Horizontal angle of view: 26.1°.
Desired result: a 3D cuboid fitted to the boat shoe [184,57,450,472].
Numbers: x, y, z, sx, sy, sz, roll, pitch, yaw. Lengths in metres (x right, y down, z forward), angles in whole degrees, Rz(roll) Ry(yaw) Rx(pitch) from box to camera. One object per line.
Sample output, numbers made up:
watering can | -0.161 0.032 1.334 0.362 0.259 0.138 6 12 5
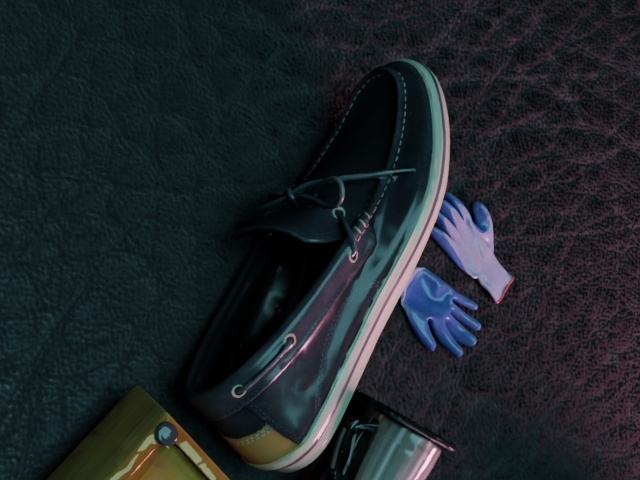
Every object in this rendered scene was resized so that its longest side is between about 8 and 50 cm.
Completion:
boat shoe | 0.000 0.000 1.504 0.156 0.187 0.500 35 68 -30

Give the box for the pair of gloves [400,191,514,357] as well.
pair of gloves | 0.163 0.038 1.698 0.159 0.023 0.198 50 59 -16

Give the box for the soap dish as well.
soap dish | -0.188 0.319 1.350 0.229 0.118 0.291 50 59 -15

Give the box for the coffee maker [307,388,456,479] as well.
coffee maker | 0.047 0.268 1.512 0.120 0.171 0.178 31 85 -1
